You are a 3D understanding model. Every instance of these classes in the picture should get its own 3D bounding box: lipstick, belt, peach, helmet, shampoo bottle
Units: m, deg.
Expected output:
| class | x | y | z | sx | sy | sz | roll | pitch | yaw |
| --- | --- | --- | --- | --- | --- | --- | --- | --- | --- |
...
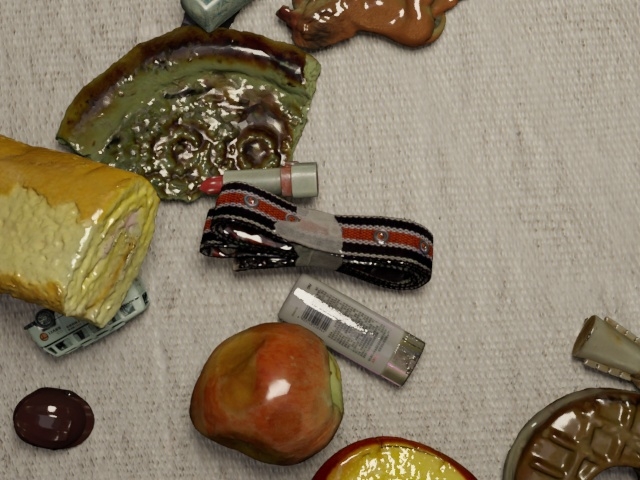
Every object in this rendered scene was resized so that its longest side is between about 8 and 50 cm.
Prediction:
| class | x | y | z | sx | sy | sz | roll | pitch | yaw |
| --- | --- | --- | --- | --- | --- | --- | --- | --- | --- |
| lipstick | -0.097 | -0.444 | 1.113 | 0.077 | 0.076 | 0.290 | 44 | 78 | 8 |
| lipstick | -0.097 | -0.092 | 1.107 | 0.186 | 0.063 | 0.057 | -3 | 104 | 3 |
| belt | 0.000 | 0.000 | 1.089 | 0.360 | 0.126 | 0.094 | 8 | 50 | -4 |
| peach | 0.098 | 0.419 | 1.027 | 0.275 | 0.248 | 0.245 | 28 | 129 | -3 |
| helmet | -0.432 | 0.287 | 1.132 | 0.123 | 0.070 | 0.098 | 14 | 88 | 3 |
| peach | -0.083 | 0.233 | 1.063 | 0.236 | 0.214 | 0.214 | -12 | 88 | 20 |
| shampoo bottle | 0.049 | 0.141 | 1.128 | 0.227 | 0.056 | 0.086 | 29 | 86 | 2 |

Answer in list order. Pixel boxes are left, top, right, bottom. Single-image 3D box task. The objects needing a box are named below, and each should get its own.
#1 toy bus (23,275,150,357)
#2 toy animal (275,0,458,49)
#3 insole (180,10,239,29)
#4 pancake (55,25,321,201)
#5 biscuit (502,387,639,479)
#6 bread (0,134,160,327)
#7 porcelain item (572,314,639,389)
| class | x | y | z | sx | sy | sz | roll | pitch | yaw |
| --- | --- | --- | --- | --- | --- | --- | --- | --- | --- |
| toy bus | -0.366 | 0.115 | 1.130 | 0.194 | 0.087 | 0.089 | -29 | 97 | -1 |
| toy animal | 0.087 | -0.367 | 1.132 | 0.313 | 0.097 | 0.157 | 10 | 95 | 1 |
| insole | -0.161 | -0.404 | 1.175 | 0.110 | 0.012 | 0.309 | 23 | 89 | -2 |
| pancake | -0.212 | -0.191 | 1.135 | 0.427 | 0.067 | 0.304 | 1 | 91 | -3 |
| biscuit | 0.444 | 0.387 | 1.084 | 0.332 | 0.103 | 0.331 | 0 | 89 | 3 |
| bread | -0.446 | -0.036 | 1.063 | 0.376 | 0.165 | 0.236 | 15 | 75 | 20 |
| porcelain item | 0.508 | 0.195 | 1.112 | 0.213 | 0.054 | 0.084 | 27 | 92 | 3 |
